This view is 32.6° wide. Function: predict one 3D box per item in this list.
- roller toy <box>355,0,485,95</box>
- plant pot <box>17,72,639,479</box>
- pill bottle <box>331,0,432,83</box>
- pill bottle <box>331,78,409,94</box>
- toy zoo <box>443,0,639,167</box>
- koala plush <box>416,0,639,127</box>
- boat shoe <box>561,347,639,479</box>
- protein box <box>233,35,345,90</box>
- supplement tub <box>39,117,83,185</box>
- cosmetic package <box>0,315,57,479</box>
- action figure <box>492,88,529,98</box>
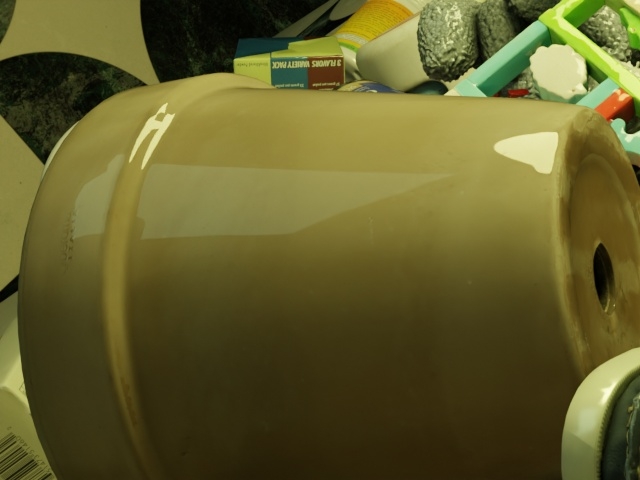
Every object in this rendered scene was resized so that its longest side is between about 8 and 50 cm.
[{"bbox_3d":[0.153,-0.211,1.327,0.191,0.146,0.209,-29,9,1],"label":"roller toy"},{"bbox_3d":[0.037,0.037,0.645,0.280,0.323,0.323,-10,28,31],"label":"plant pot"},{"bbox_3d":[0.096,-0.312,1.771,0.136,0.136,0.245,-19,25,52],"label":"pill bottle"},{"bbox_3d":[0.082,-0.096,1.167,0.123,0.123,0.219,-41,28,-7],"label":"pill bottle"},{"bbox_3d":[0.171,-0.062,0.837,0.293,0.030,0.192,-40,59,-2],"label":"toy zoo"},{"bbox_3d":[0.221,-0.146,0.995,0.196,0.203,0.221,-40,33,31],"label":"koala plush"},{"bbox_3d":[0.197,0.059,0.468,0.079,0.095,0.254,1,10,43],"label":"boat shoe"},{"bbox_3d":[-0.038,-0.152,1.420,0.136,0.201,0.200,-2,18,-1],"label":"protein box"},{"bbox_3d":[-0.222,-0.045,1.456,0.241,0.241,0.331,-39,0,-1],"label":"supplement tub"},{"bbox_3d":[-0.301,0.176,1.238,0.113,0.160,0.309,-37,14,11],"label":"cosmetic package"},{"bbox_3d":[0.151,-0.086,0.940,0.030,0.115,0.038,-11,46,-28],"label":"action figure"}]
